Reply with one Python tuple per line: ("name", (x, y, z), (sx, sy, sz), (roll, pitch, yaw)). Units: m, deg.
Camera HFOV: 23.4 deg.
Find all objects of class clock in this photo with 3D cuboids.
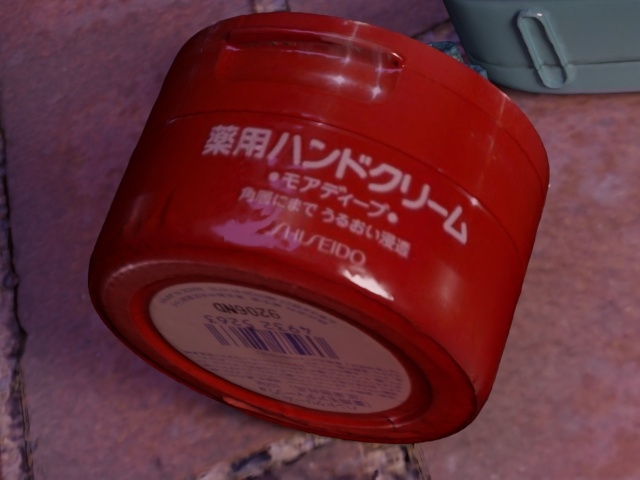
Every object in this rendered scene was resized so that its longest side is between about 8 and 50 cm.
("clock", (0.190, -0.204, 0.823), (0.223, 0.094, 0.274), (-1, 56, 26))

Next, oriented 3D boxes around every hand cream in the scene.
("hand cream", (0.000, 0.000, 0.699), (0.193, 0.193, 0.125), (2, 60, 29))

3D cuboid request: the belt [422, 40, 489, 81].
("belt", (0.006, -0.069, 0.838), (0.179, 0.065, 0.100), (6, 49, 32))
